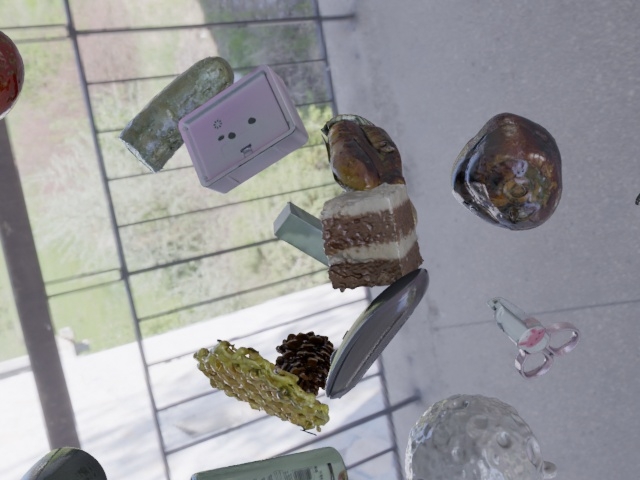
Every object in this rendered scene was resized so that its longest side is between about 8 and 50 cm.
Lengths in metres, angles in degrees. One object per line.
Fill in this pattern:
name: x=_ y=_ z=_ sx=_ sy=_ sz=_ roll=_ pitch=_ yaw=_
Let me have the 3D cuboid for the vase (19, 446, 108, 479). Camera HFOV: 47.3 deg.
vase: x=-0.538 y=0.518 z=1.377 sx=0.321 sy=0.173 sz=0.173 roll=-8 pitch=-96 yaw=-85

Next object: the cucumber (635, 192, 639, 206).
cucumber: x=0.667 y=-0.059 z=1.430 sx=0.135 sy=0.034 sz=0.033 roll=50 pitch=134 yaw=51

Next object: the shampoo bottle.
shampoo bottle: x=-0.095 y=0.349 z=1.009 sx=0.085 sy=0.263 sz=0.085 roll=175 pitch=90 yaw=-68

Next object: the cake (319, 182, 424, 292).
cake: x=0.081 y=-0.009 z=1.173 sx=0.135 sy=0.134 sz=0.147 roll=-6 pitch=104 yaw=22

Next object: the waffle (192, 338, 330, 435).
waffle: x=-0.115 y=0.280 z=1.403 sx=0.281 sy=0.060 sz=0.262 roll=33 pitch=154 yaw=-6

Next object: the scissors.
scissors: x=0.322 y=0.143 z=1.130 sx=0.118 sy=0.242 sz=0.030 roll=-43 pitch=43 yaw=10

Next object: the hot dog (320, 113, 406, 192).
hot dog: x=0.091 y=-0.166 z=1.457 sx=0.270 sy=0.163 sz=0.081 roll=-103 pitch=32 yaw=-48

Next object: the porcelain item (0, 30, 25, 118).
porcelain item: x=-0.672 y=-0.284 z=1.354 sx=0.253 sy=0.253 sz=0.252 roll=33 pitch=129 yaw=51

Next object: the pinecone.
pinecone: x=-0.033 y=0.302 z=1.761 sx=0.174 sy=0.174 sz=0.173 roll=33 pitch=129 yaw=51

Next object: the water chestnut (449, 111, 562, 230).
water chestnut: x=0.465 y=-0.164 z=1.774 sx=0.289 sy=0.244 sz=0.289 roll=39 pitch=163 yaw=15

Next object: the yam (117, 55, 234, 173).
yam: x=-0.329 y=-0.295 z=1.695 sx=0.330 sy=0.133 sz=0.133 roll=-42 pitch=56 yaw=11

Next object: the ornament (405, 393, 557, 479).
ornament: x=0.364 y=0.545 z=1.778 sx=0.337 sy=0.337 sz=0.336 roll=33 pitch=129 yaw=51

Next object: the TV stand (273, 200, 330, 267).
TV stand: x=0.000 y=0.000 z=2.066 sx=0.088 sy=0.270 sz=0.082 roll=-50 pitch=23 yaw=21

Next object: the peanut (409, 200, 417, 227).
peanut: x=0.166 y=-0.084 z=1.784 sx=0.104 sy=0.086 sz=0.228 roll=63 pitch=166 yaw=-24

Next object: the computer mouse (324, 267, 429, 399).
computer mouse: x=0.074 y=0.128 z=1.042 sx=0.057 sy=0.120 sz=0.232 roll=37 pitch=111 yaw=6

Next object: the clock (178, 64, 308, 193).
clock: x=-0.134 y=-0.188 z=1.265 sx=0.197 sy=0.063 sz=0.150 roll=-30 pitch=69 yaw=16
